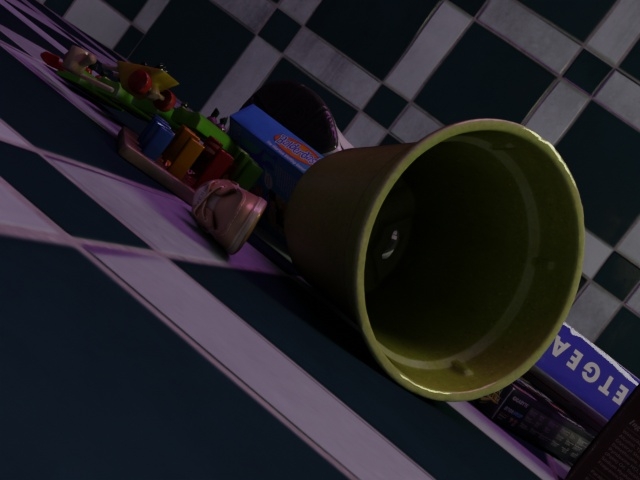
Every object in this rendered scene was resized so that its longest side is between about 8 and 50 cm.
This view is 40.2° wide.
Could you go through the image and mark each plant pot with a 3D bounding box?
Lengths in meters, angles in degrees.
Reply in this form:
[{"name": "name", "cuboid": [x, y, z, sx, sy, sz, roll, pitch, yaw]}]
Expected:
[{"name": "plant pot", "cuboid": [0.093, 0.000, 0.944, 0.276, 0.276, 0.254, 35, -7, -29]}]

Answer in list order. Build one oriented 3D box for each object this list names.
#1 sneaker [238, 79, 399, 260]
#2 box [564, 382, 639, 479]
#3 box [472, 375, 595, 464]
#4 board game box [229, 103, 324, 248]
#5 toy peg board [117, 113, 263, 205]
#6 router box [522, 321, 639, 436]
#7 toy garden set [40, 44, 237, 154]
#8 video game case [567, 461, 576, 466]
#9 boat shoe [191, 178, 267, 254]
[{"name": "sneaker", "cuboid": [0.034, -0.074, 1.461, 0.447, 0.169, 0.257, 49, 3, 37]}, {"name": "box", "cuboid": [0.415, 0.253, 1.017, 0.167, 0.203, 0.168, 39, 5, 21]}, {"name": "box", "cuboid": [0.251, 0.207, 1.192, 0.220, 0.051, 0.175, 33, 6, -37]}, {"name": "board game box", "cuboid": [-0.040, -0.064, 1.184, 0.210, 0.047, 0.160, 40, -35, 25]}, {"name": "toy peg board", "cuboid": [-0.147, -0.097, 1.020, 0.160, 0.079, 0.161, 36, 3, -19]}, {"name": "router box", "cuboid": [0.340, 0.193, 1.402, 0.335, 0.082, 0.301, 37, -12, -12]}, {"name": "toy garden set", "cuboid": [-0.242, -0.200, 1.130, 0.244, 0.049, 0.204, 23, -5, 24]}, {"name": "video game case", "cuboid": [0.392, 0.327, 1.295, 0.190, 0.022, 0.173, 33, 6, -40]}, {"name": "boat shoe", "cuboid": [-0.096, -0.029, 0.841, 0.059, 0.063, 0.170, 34, -5, -14]}]
